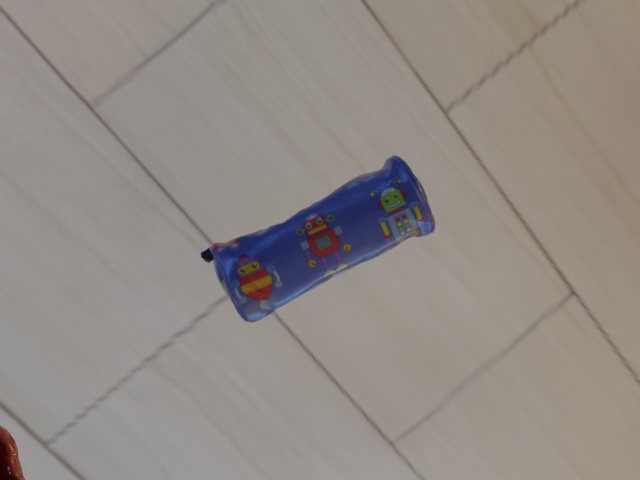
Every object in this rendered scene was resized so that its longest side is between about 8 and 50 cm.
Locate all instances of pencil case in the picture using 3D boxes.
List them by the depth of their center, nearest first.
[{"bbox_3d":[0.000,0.000,1.961,0.306,0.133,0.119,-26,88,-4],"label":"pencil case"}]

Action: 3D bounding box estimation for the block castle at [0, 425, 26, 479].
[{"bbox_3d":[-0.180,0.347,0.908,0.213,0.303,0.453,-31,97,17],"label":"block castle"}]
